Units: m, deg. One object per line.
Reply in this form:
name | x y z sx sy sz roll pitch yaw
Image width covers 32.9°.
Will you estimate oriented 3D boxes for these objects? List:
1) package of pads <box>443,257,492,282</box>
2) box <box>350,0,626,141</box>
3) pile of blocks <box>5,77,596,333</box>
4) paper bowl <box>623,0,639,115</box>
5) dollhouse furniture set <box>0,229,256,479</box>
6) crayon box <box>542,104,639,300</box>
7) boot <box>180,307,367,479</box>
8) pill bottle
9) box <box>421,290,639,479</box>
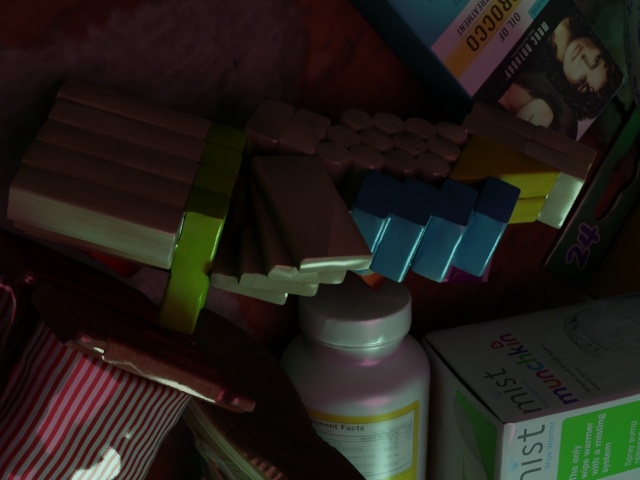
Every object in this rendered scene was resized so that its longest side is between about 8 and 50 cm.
package of pads | 0.104 -0.011 0.784 0.050 0.032 0.083 0 110 -30
box | 0.099 -0.148 0.702 0.100 0.060 0.244 -52 128 -3
pile of blocks | 0.000 0.000 0.628 0.362 0.149 0.112 -1 132 -23
paper bowl | 0.366 -0.141 0.757 0.284 0.148 0.284 4 81 -27
dollhouse furniture set | -0.248 0.075 0.514 0.374 0.152 0.201 27 94 -38
crayon box | 0.356 0.006 0.926 0.323 0.083 0.203 27 94 -37
boot | -0.066 0.161 0.707 0.165 0.213 0.077 -45 173 39
pill bottle | 0.023 0.119 0.743 0.103 0.103 0.184 -14 117 -28
box | 0.193 0.184 0.796 0.231 0.127 0.262 -9 117 -20
